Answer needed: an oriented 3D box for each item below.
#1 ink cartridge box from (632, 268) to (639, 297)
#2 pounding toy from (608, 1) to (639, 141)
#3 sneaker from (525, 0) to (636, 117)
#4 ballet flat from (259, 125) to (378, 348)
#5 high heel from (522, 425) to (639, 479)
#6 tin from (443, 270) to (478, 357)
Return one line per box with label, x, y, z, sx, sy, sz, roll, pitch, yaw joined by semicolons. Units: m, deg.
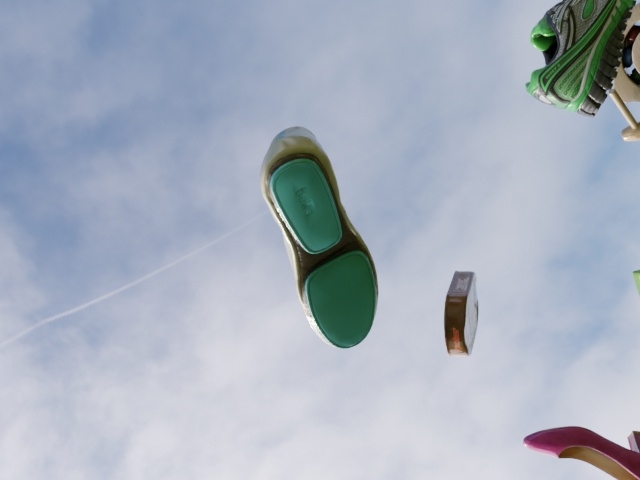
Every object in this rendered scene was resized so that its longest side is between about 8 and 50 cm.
ink cartridge box;0.858;0.119;1.272;0.255;0.097;0.189;-18;-89;-6
pounding toy;0.657;-0.338;1.135;0.155;0.154;0.270;-35;-69;-52
sneaker;0.451;-0.393;0.987;0.146;0.134;0.344;16;-96;11
ballet flat;0.000;0.000;0.566;0.086;0.086;0.249;-37;-48;-26
high heel;0.502;0.410;1.050;0.082;0.243;0.117;80;-166;-51
tin;0.233;0.117;0.944;0.190;0.040;0.106;-45;-54;-61
